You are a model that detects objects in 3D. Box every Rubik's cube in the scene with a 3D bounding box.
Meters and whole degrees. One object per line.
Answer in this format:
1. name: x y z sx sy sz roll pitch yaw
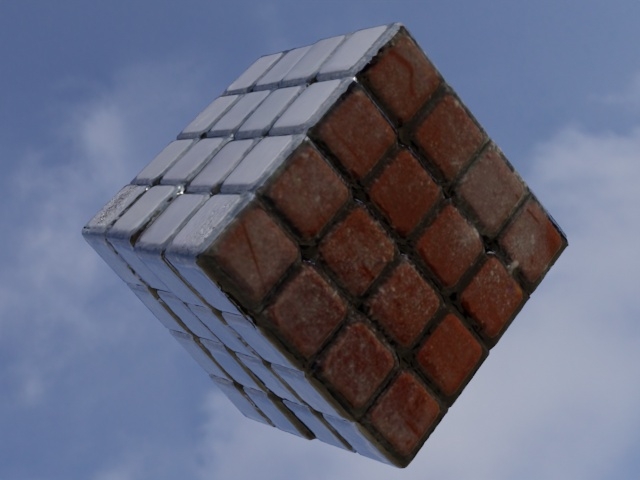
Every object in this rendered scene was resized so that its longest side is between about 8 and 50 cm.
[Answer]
1. Rubik's cube: 0.000 0.000 1.232 0.344 0.337 0.344 -48 -65 -20
